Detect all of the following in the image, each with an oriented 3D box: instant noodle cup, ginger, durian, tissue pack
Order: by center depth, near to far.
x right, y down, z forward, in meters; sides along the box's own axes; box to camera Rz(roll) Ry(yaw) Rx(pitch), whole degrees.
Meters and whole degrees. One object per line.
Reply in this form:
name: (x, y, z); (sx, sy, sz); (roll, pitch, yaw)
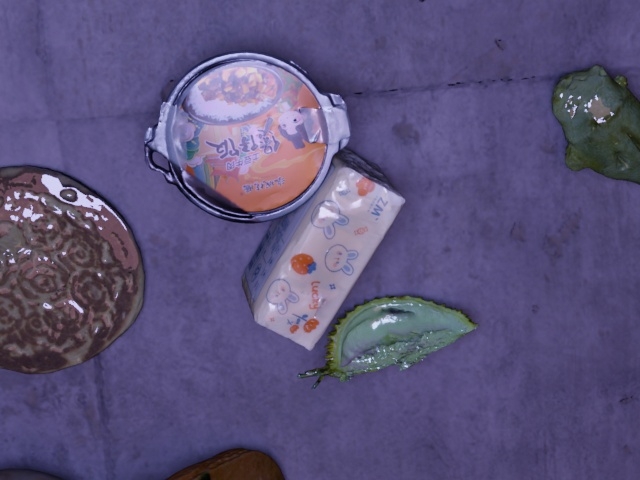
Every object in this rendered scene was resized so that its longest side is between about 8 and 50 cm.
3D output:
instant noodle cup: (-0.076, -0.117, 1.180); (0.208, 0.125, 0.177); (5, 104, -4)
tissue pack: (0.000, 0.000, 1.213); (0.092, 0.148, 0.196); (27, 102, -16)
ginger: (0.397, -0.120, 1.253); (0.290, 0.089, 0.137); (7, 124, -3)
durian: (0.070, 0.117, 1.278); (0.215, 0.100, 0.086); (-18, 104, -7)

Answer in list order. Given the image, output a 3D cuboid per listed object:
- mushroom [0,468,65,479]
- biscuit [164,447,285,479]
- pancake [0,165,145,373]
mushroom: (-0.363, 0.415, 1.249); (0.290, 0.297, 0.297); (-18, 109, 28)
biscuit: (-0.125, 0.385, 1.273); (0.277, 0.052, 0.262); (-14, 103, -48)
pancake: (-0.319, 0.038, 1.252); (0.250, 0.031, 0.250); (-1, 106, -4)
